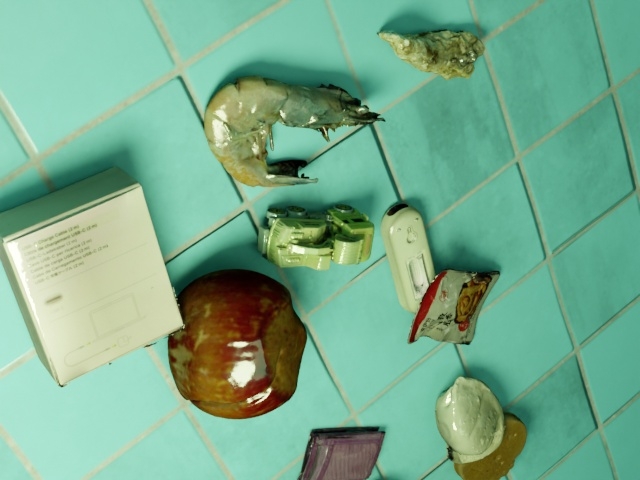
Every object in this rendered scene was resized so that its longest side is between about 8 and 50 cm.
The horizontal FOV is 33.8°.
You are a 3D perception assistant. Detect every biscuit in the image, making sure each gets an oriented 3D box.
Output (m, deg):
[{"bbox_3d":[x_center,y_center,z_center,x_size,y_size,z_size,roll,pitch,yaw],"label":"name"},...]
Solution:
[{"bbox_3d":[0.342,0.421,2.134,0.170,0.050,0.170,-17,127,-23],"label":"biscuit"}]

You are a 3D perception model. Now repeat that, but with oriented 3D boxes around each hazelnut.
[{"bbox_3d":[-0.130,0.159,1.633,0.218,0.218,0.233,-2,92,-33],"label":"hazelnut"}]

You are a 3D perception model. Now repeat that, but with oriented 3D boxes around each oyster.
[{"bbox_3d":[0.189,-0.300,1.720,0.200,0.061,0.106,-15,118,-28],"label":"oyster"}]

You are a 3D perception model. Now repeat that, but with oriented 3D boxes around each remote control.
[{"bbox_3d":[0.160,0.036,1.853,0.078,0.042,0.221,-29,124,-19],"label":"remote control"}]

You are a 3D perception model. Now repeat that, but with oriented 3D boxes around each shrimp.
[{"bbox_3d":[-0.044,-0.157,1.623,0.289,0.075,0.178,1,117,-35],"label":"shrimp"}]

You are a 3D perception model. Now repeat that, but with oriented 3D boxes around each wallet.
[{"bbox_3d":[0.039,0.398,1.932,0.166,0.030,0.111,4,106,-35],"label":"wallet"}]

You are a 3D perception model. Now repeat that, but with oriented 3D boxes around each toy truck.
[{"bbox_3d":[0.000,0.000,1.685,0.191,0.116,0.085,-3,113,-32],"label":"toy truck"}]

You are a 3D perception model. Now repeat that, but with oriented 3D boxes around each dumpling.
[{"bbox_3d":[0.286,0.341,2.025,0.150,0.092,0.176,-16,88,-33],"label":"dumpling"}]

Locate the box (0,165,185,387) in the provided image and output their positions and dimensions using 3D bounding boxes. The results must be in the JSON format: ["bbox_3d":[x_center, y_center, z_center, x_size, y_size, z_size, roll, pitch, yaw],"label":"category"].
[{"bbox_3d":[-0.328,0.051,1.495,0.203,0.106,0.251,-25,123,-22],"label":"box"}]

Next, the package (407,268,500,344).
[{"bbox_3d":[0.243,0.120,1.918,0.239,0.030,0.154,7,110,-52],"label":"package"}]
